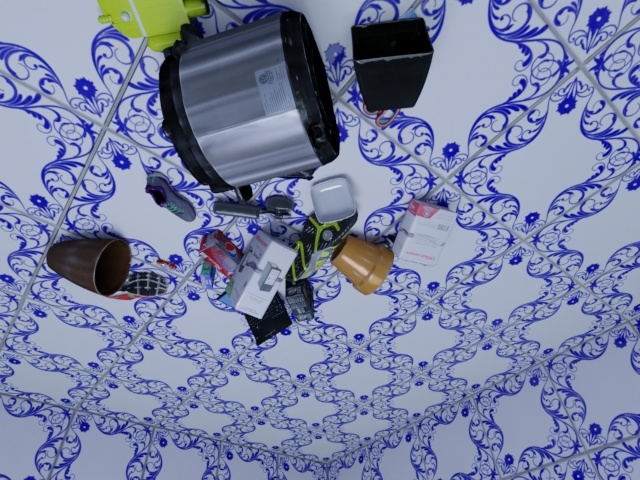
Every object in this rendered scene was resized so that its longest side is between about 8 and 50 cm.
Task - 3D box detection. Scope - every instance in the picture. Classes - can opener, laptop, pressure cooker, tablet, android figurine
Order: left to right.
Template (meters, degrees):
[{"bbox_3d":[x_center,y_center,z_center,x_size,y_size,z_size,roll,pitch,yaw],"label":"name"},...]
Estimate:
[{"bbox_3d":[-0.417,-0.586,0.962,0.273,0.056,0.248,-8,134,1],"label":"android figurine"},{"bbox_3d":[-0.190,-0.328,0.996,0.421,0.369,0.375,-13,154,11],"label":"pressure cooker"},{"bbox_3d":[-0.236,-0.116,1.424,0.281,0.074,0.093,2,99,-9],"label":"can opener"},{"bbox_3d":[-0.293,0.311,1.768,0.234,0.264,0.137,-37,162,28],"label":"laptop"},{"bbox_3d":[0.220,-0.563,1.058,0.083,0.006,0.054,-32,124,25],"label":"tablet"}]

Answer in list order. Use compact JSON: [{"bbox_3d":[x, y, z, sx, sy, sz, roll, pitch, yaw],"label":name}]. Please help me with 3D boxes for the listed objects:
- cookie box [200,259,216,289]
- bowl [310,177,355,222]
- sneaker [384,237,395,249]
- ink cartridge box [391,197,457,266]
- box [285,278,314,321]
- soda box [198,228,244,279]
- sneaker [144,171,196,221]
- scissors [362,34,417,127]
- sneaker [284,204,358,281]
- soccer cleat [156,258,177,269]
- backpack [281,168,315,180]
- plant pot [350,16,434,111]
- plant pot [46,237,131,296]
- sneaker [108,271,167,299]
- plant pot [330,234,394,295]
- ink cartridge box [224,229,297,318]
[{"bbox_3d":[-0.447,0.127,1.602,0.040,0.107,0.091,1,133,-5],"label":"cookie box"},{"bbox_3d":[0.046,-0.139,1.389,0.142,0.053,0.141,-14,94,11],"label":"bowl"},{"bbox_3d":[0.359,0.019,1.595,0.235,0.084,0.097,22,104,-24],"label":"sneaker"},{"bbox_3d":[0.379,-0.028,1.477,0.159,0.092,0.217,13,107,-15],"label":"ink cartridge box"},{"bbox_3d":[-0.087,0.231,1.700,0.078,0.147,0.180,-13,134,8],"label":"box"},{"bbox_3d":[-0.354,0.079,1.573,0.084,0.092,0.263,-25,130,18],"label":"soda box"},{"bbox_3d":[-0.516,-0.123,1.365,0.083,0.098,0.223,-23,131,17],"label":"sneaker"},{"bbox_3d":[0.235,-0.461,1.151,0.109,0.021,0.297,29,123,-17],"label":"scissors"},{"bbox_3d":[0.000,0.000,1.520,0.385,0.145,0.147,-44,160,22],"label":"sneaker"},{"bbox_3d":[-0.623,0.100,1.621,0.083,0.029,0.035,21,138,-18],"label":"soccer cleat"},{"bbox_3d":[-0.098,-0.260,1.234,0.174,0.158,0.116,-1,126,13],"label":"backpack"},{"bbox_3d":[0.181,-0.446,1.046,0.188,0.188,0.166,-4,140,7],"label":"plant pot"},{"bbox_3d":[-0.868,0.080,1.480,0.231,0.215,0.215,10,134,5],"label":"plant pot"},{"bbox_3d":[-0.773,0.200,1.676,0.280,0.107,0.118,1,152,-1],"label":"sneaker"},{"bbox_3d":[0.148,0.079,1.552,0.188,0.205,0.205,32,125,-11],"label":"plant pot"},{"bbox_3d":[-0.221,0.115,1.468,0.115,0.198,0.272,29,91,-27],"label":"ink cartridge box"}]
